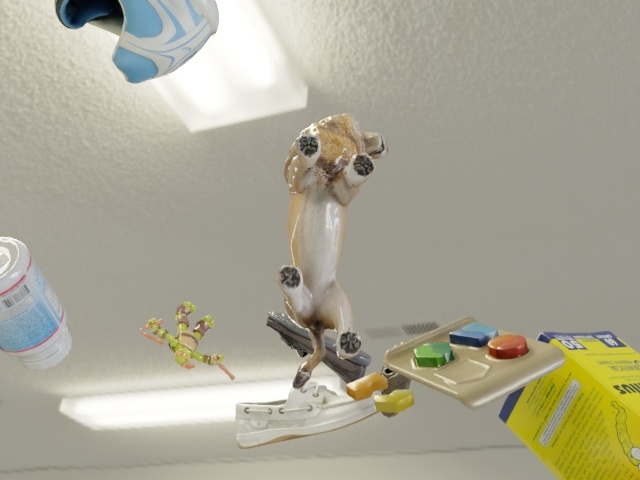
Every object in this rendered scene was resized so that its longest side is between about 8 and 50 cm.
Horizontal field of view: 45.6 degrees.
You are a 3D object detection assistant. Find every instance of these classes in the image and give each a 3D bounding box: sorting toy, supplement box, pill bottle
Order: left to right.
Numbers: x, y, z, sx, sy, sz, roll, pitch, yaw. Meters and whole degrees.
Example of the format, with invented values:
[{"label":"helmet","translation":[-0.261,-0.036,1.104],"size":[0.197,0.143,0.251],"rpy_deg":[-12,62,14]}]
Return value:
[{"label":"pill bottle","translation":[-0.350,0.078,0.883],"size":[0.087,0.087,0.160],"rpy_deg":[-2,-45,10]},{"label":"sorting toy","translation":[0.208,0.201,1.237],"size":[0.307,0.041,0.229],"rpy_deg":[-19,19,-27]},{"label":"supplement box","translation":[0.510,0.328,1.271],"size":[0.194,0.356,0.195],"rpy_deg":[4,-62,-34]}]

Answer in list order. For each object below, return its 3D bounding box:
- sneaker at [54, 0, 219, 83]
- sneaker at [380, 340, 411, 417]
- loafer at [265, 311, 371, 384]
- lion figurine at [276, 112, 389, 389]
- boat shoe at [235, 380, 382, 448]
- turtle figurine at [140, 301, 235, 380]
[{"label":"sneaker","translation":[-0.163,-0.200,0.518],"size":[0.086,0.237,0.085],"rpy_deg":[-37,-23,-12]},{"label":"sneaker","translation":[0.145,0.277,1.538],"size":[0.071,0.066,0.188],"rpy_deg":[6,-63,-30]},{"label":"loafer","translation":[-0.019,0.280,1.964],"size":[0.303,0.095,0.109],"rpy_deg":[23,5,19]},{"label":"lion figurine","translation":[0.000,0.000,1.025],"size":[0.142,0.392,0.240],"rpy_deg":[14,-10,-4]},{"label":"boat shoe","translation":[-0.025,0.281,1.298],"size":[0.277,0.096,0.098],"rpy_deg":[-16,-9,14]},{"label":"turtle figurine","translation":[-0.337,0.267,1.989],"size":[0.270,0.217,0.087],"rpy_deg":[28,-65,-11]}]
